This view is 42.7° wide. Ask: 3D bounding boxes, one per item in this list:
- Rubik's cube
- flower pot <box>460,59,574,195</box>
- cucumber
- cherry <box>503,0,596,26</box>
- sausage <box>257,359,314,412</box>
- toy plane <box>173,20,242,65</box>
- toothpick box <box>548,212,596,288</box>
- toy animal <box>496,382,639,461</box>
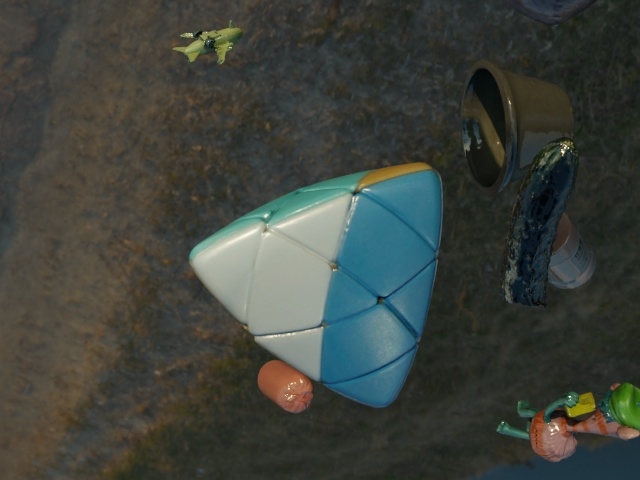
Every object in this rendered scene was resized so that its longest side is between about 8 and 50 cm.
[{"bbox_3d":[0.000,0.000,0.770,0.254,0.254,0.254,11,145,8],"label":"Rubik's cube"},{"bbox_3d":[0.395,-0.229,1.632,0.166,0.269,0.269,-7,147,-12],"label":"flower pot"},{"bbox_3d":[0.308,-0.021,1.170,0.081,0.072,0.303,12,133,16],"label":"cucumber"},{"bbox_3d":[0.236,-0.364,0.878,0.183,0.213,0.266,-15,110,-16],"label":"cherry"},{"bbox_3d":[-0.054,0.223,1.256,0.062,0.062,0.154,30,172,-18],"label":"sausage"},{"bbox_3d":[-0.161,-0.294,1.214,0.102,0.111,0.040,40,151,31],"label":"toy plane"},{"bbox_3d":[0.396,0.013,1.380,0.098,0.098,0.149,-9,153,32],"label":"toothpick box"},{"bbox_3d":[0.328,0.235,1.086,0.103,0.100,0.208,40,148,-19],"label":"toy animal"}]
